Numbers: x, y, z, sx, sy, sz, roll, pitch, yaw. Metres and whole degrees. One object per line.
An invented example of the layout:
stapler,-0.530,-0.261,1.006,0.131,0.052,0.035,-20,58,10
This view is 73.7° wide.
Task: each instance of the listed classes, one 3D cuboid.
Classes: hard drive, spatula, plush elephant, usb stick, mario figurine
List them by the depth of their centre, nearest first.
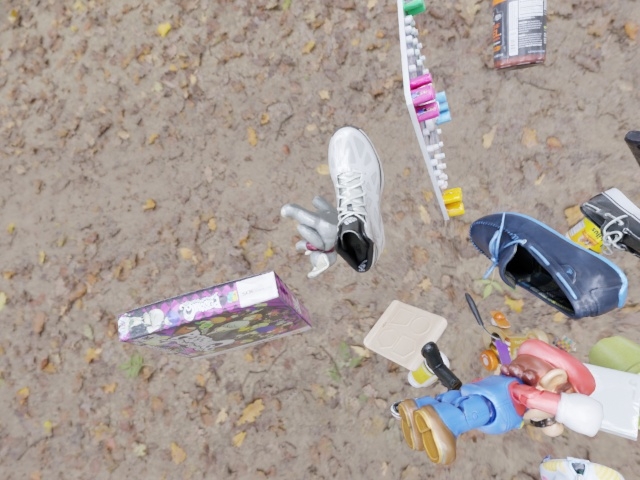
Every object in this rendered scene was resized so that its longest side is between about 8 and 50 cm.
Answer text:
mario figurine,0.301,0.282,0.678,0.321,0.198,0.170,-14,116,-13
usb stick,0.952,-0.222,1.226,0.045,0.278,0.077,-53,32,8
spatula,0.540,0.286,1.383,0.030,0.084,0.296,-46,42,24
hard drive,0.857,0.500,1.403,0.308,0.040,0.203,5,53,37
plush elephant,0.000,0.000,1.780,0.330,0.272,0.255,33,121,17

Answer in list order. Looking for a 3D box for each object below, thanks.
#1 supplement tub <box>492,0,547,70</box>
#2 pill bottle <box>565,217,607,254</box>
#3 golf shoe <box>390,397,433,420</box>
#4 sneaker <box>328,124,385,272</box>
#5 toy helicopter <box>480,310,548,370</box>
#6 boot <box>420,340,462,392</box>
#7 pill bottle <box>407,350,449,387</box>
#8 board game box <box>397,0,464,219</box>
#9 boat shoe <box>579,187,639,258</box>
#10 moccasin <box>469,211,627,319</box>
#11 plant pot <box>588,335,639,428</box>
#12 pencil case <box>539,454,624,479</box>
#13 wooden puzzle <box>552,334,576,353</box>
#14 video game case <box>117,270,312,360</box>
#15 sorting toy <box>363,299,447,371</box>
supplement tub,0.421,-0.470,0.906,0.106,0.106,0.197,-2,104,19
pill bottle,0.895,-0.020,1.393,0.117,0.117,0.215,53,134,20
golf shoe,0.317,0.539,1.361,0.186,0.086,0.067,-9,58,8
sneaker,0.114,-0.117,1.270,0.169,0.257,0.447,-9,103,11
toy helicopter,0.758,0.382,1.686,0.140,0.355,0.234,-8,75,-15
boot,0.293,0.308,1.029,0.045,0.121,0.099,-31,43,-8
pill bottle,0.416,0.509,1.675,0.103,0.103,0.184,50,142,20
board game box,0.253,-0.307,0.964,0.050,0.390,0.389,-10,55,22
boat shoe,0.710,-0.019,1.001,0.105,0.113,0.306,-24,34,18
moccasin,0.387,0.031,0.811,0.117,0.342,0.137,-23,113,-12
plant pot,1.136,0.486,1.551,0.276,0.254,0.276,-1,110,-2
pencil case,0.366,0.450,0.584,0.114,0.124,0.273,5,53,20
wooden puzzle,0.864,0.367,1.508,0.049,0.006,0.083,-56,29,10
video game case,-0.135,0.121,0.630,0.210,0.232,0.041,-16,67,3
sorting toy,0.264,0.293,1.333,0.208,0.038,0.193,18,61,48
